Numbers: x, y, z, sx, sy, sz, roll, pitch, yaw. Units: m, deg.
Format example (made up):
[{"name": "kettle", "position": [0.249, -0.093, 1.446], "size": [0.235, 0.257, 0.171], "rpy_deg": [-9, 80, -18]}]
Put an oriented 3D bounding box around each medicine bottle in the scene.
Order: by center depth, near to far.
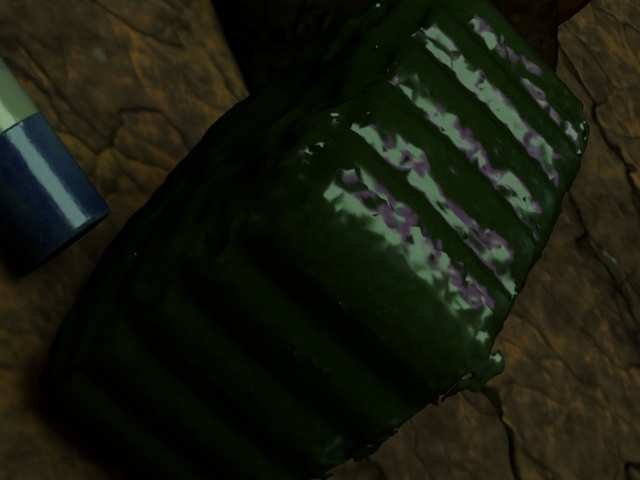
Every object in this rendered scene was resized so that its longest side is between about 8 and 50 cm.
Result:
[{"name": "medicine bottle", "position": [-0.202, -0.091, 1.027], "size": [0.231, 0.059, 0.059], "rpy_deg": [54, 40, -1]}]

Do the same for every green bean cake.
[{"name": "green bean cake", "position": [0.000, 0.000, 1.011], "size": [0.156, 0.247, 0.250], "rpy_deg": [43, 41, -12]}]

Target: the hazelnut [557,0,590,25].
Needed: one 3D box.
[{"name": "hazelnut", "position": [0.129, -0.245, 1.359], "size": [0.210, 0.186, 0.210], "rpy_deg": [43, 36, -43]}]

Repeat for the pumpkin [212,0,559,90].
[{"name": "pumpkin", "position": [0.054, -0.128, 1.236], "size": [0.312, 0.148, 0.169], "rpy_deg": [32, 41, -19]}]
